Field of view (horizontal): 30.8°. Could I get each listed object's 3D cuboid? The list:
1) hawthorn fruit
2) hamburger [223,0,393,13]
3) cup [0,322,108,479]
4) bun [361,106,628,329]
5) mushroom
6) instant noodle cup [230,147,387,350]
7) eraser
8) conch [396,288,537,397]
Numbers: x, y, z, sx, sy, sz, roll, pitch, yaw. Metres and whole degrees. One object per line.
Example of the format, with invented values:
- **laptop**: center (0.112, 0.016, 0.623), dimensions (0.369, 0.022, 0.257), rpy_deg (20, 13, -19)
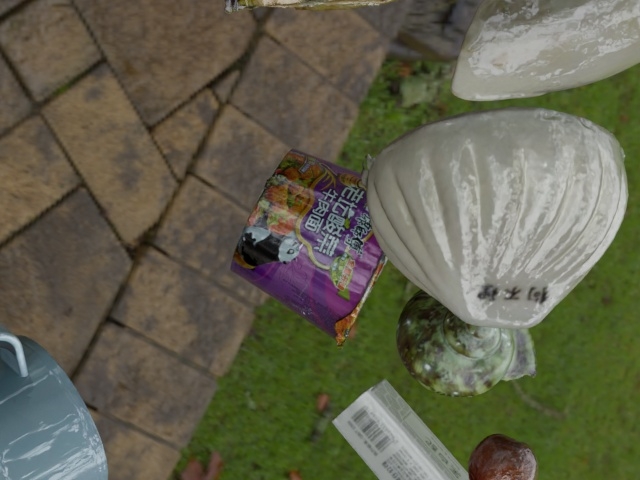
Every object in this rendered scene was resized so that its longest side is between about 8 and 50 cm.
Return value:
- **hawthorn fruit**: center (0.158, 0.226, 1.078), dimensions (0.103, 0.067, 0.066), rpy_deg (-41, 122, -29)
- **hamburger**: center (-0.003, -0.303, 1.147), dimensions (0.135, 0.208, 0.155), rpy_deg (-74, 151, -67)
- **cup**: center (-0.478, 0.295, 1.544), dimensions (0.311, 0.331, 0.257), rpy_deg (-30, 75, -33)
- **bun**: center (0.174, 0.000, 1.134), dimensions (0.263, 0.263, 0.175), rpy_deg (17, 61, -40)
- **mushroom**: center (0.252, -0.206, 0.893), dimensions (0.350, 0.128, 0.128), rpy_deg (-25, 119, 4)
- **instant noodle cup**: center (0.000, 0.000, 1.606), dimensions (0.190, 0.251, 0.251), rpy_deg (27, 80, 3)
- **eraser**: center (0.193, 0.410, 1.898), dimensions (0.098, 0.404, 0.096), rpy_deg (-44, 173, 21)
- **conch**: center (0.183, 0.115, 1.382), dimensions (0.187, 0.181, 0.124), rpy_deg (10, 105, -8)
